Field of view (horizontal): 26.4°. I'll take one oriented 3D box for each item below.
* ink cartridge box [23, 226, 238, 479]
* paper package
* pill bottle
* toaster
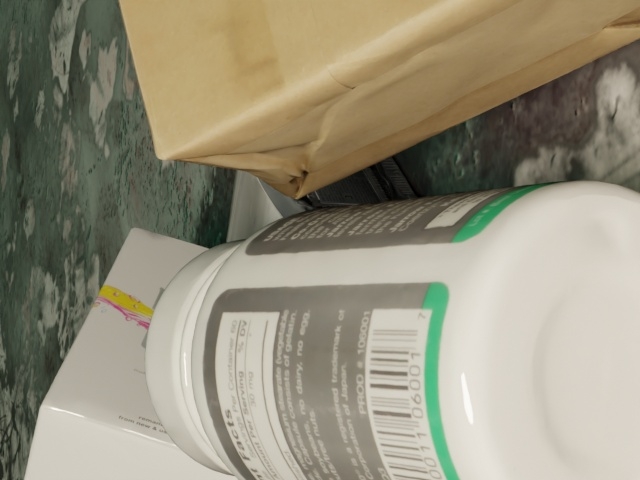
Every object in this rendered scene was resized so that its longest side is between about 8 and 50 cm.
[{"bbox_3d":[-0.125,0.159,1.181,0.270,0.197,0.198,-75,3,-58],"label":"ink cartridge box"},{"bbox_3d":[0.018,-0.233,0.840,0.310,0.168,0.324,-25,72,25],"label":"paper package"},{"bbox_3d":[0.049,0.075,0.835,0.361,0.204,0.204,-3,84,56],"label":"pill bottle"},{"bbox_3d":[0.000,0.000,1.118,0.227,0.129,0.146,-118,35,-51],"label":"toaster"}]
